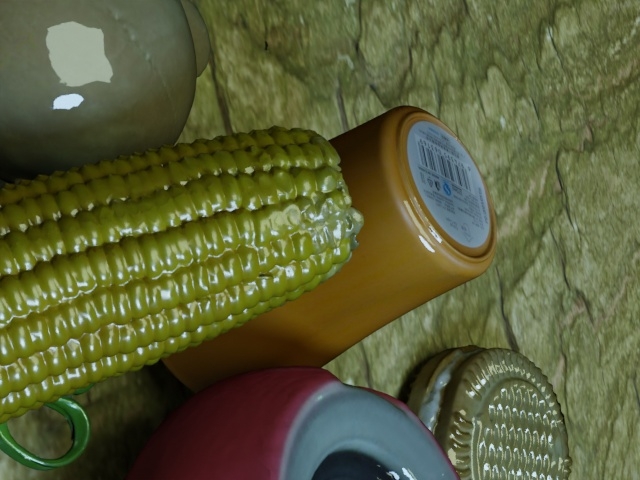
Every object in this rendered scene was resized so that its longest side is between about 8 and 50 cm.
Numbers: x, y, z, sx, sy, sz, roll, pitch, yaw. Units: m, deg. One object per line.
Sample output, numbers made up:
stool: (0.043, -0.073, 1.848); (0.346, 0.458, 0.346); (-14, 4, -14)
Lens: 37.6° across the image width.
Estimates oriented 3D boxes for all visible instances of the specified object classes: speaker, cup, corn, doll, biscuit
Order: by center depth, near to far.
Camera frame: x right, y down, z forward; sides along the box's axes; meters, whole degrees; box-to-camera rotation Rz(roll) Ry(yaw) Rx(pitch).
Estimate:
corn: (-0.140, 0.023, 0.538); (0.345, 0.131, 0.131); (-18, 96, -21)
doll: (-0.205, -0.173, 0.591); (0.330, 0.174, 0.235); (49, 51, -30)
speaker: (-0.019, 0.231, 0.640); (0.294, 0.294, 0.294); (14, 71, -46)
cup: (0.000, 0.000, 0.737); (0.182, 0.264, 0.226); (53, 35, -15)
biscuit: (0.182, 0.232, 1.010); (0.259, 0.079, 0.259); (14, 70, -46)

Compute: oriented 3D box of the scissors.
scissors: (-0.236, 0.080, 0.594); (0.204, 0.027, 0.101); (23, 55, -35)
